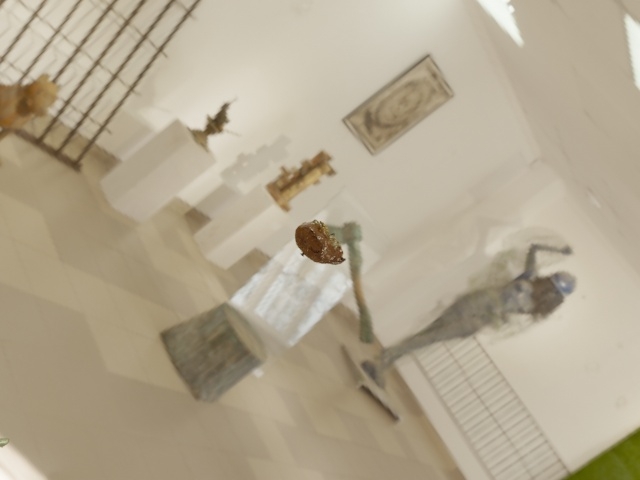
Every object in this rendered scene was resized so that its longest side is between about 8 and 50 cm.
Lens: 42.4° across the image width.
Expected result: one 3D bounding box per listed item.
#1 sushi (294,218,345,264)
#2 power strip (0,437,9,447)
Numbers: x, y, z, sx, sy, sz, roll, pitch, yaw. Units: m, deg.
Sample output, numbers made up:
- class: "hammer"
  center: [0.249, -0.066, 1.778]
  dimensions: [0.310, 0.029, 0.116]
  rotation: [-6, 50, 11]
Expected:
- class: "sushi"
  center: [-0.001, 0.003, 1.393]
  dimensions: [0.060, 0.061, 0.118]
  rotation: [-7, 52, -39]
- class: "power strip"
  center: [-0.634, 0.285, 1.328]
  dimensions: [0.288, 0.093, 0.053]
  rotation: [28, 11, -32]
